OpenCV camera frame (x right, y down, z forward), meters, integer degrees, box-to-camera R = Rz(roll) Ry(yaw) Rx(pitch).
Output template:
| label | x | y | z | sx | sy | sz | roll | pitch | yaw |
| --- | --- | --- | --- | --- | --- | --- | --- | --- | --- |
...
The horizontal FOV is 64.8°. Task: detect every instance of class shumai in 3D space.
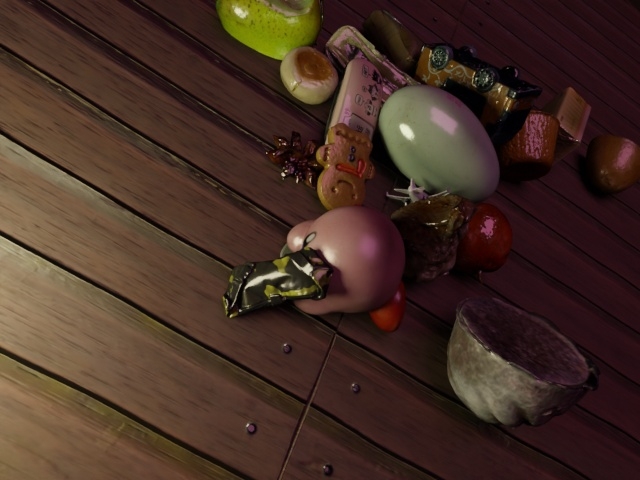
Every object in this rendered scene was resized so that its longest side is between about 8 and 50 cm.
| label | x | y | z | sx | sy | sz | roll | pitch | yaw |
| --- | --- | --- | --- | --- | --- | --- | --- | --- | --- |
| shumai | 0.273 | 0.001 | 1.159 | 0.184 | 0.218 | 0.186 | -41 | 110 | -46 |

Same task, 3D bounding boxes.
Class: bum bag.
| label | x | y | z | sx | sy | sz | roll | pitch | yaw |
| --- | --- | --- | --- | --- | --- | --- | --- | --- | --- |
| bum bag | -0.084 | 0.079 | 0.963 | 0.060 | 0.232 | 0.107 | 33 | 44 | -67 |

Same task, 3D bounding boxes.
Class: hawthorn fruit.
| label | x | y | z | sx | sy | sz | roll | pitch | yaw |
| --- | --- | --- | --- | --- | --- | --- | --- | --- | --- |
| hawthorn fruit | 0.384 | 0.012 | 1.249 | 0.178 | 0.179 | 0.201 | 10 | 75 | -23 |

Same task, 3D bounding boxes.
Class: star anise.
| label | x | y | z | sx | sy | sz | roll | pitch | yaw |
| --- | --- | --- | --- | --- | --- | --- | --- | --- | --- |
| star anise | -0.052 | -0.192 | 1.198 | 0.167 | 0.057 | 0.168 | 19 | 54 | -29 |

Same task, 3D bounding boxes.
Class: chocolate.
| label | x | y | z | sx | sy | sz | roll | pitch | yaw |
| --- | --- | --- | --- | --- | --- | --- | --- | --- | --- |
| chocolate | 0.391 | 0.283 | 1.068 | 0.302 | 0.213 | 0.303 | 16 | 24 | -7 |

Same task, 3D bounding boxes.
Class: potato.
| label | x | y | z | sx | sy | sz | roll | pitch | yaw |
| --- | --- | --- | --- | --- | --- | --- | --- | --- | --- |
| potato | 0.973 | -0.235 | 1.692 | 0.158 | 0.178 | 0.204 | -50 | 118 | -21 |

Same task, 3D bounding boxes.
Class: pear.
| label | x | y | z | sx | sy | sz | roll | pitch | yaw |
| --- | --- | --- | --- | --- | --- | --- | --- | --- | --- |
| pear | -0.145 | -0.625 | 1.316 | 0.292 | 0.159 | 0.293 | 10 | 62 | -20 |

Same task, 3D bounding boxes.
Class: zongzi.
| label | x | y | z | sx | sy | sz | roll | pitch | yaw |
| --- | --- | --- | --- | --- | --- | --- | --- | --- | --- |
| zongzi | 0.271 | -0.600 | 1.547 | 0.255 | 0.115 | 0.228 | -12 | 66 | -38 |

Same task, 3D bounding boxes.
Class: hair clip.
| label | x | y | z | sx | sy | sz | roll | pitch | yaw |
| --- | --- | --- | --- | --- | --- | --- | --- | --- | --- |
| hair clip | 0.150 | -0.455 | 1.416 | 0.321 | 0.091 | 0.138 | 40 | 76 | -7 |

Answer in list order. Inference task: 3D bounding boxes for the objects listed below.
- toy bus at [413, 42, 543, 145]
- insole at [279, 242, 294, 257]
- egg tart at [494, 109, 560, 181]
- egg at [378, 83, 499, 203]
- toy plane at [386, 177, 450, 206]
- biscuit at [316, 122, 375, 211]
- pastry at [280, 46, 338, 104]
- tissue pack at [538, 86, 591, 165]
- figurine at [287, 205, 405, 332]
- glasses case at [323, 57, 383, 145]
| label | x | y | z | sx | sy | sz | roll | pitch | yaw |
| --- | --- | --- | --- | --- | --- | --- | --- | --- | --- |
| toy bus | 0.419 | -0.412 | 1.406 | 0.161 | 0.194 | 0.323 | -19 | 49 | -40 |
| insole | 0.000 | 0.000 | 1.154 | 0.232 | 0.003 | 0.080 | -34 | 83 | -36 |
| egg tart | 0.599 | -0.281 | 1.495 | 0.215 | 0.215 | 0.171 | 13 | 70 | -21 |
| egg | 0.310 | -0.241 | 1.302 | 0.370 | 0.230 | 0.230 | 40 | 54 | -11 |
| toy plane | 0.255 | -0.103 | 1.278 | 0.171 | 0.162 | 0.066 | 37 | 58 | -52 |
| biscuit | 0.059 | -0.161 | 1.196 | 0.165 | 0.036 | 0.226 | 19 | 78 | -29 |
| pastry | -0.032 | -0.424 | 1.307 | 0.156 | 0.092 | 0.157 | 11 | 58 | -19 |
| tissue pack | 0.767 | -0.364 | 1.642 | 0.125 | 0.159 | 0.234 | 40 | 54 | -3 |
| figurine | 0.083 | 0.035 | 1.046 | 0.261 | 0.211 | 0.270 | 8 | 62 | -25 |
| glasses case | 0.087 | -0.321 | 1.289 | 0.122 | 0.075 | 0.315 | 24 | 72 | -28 |
